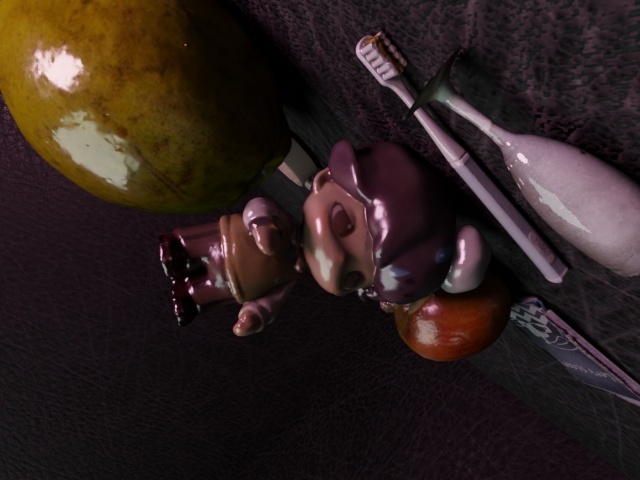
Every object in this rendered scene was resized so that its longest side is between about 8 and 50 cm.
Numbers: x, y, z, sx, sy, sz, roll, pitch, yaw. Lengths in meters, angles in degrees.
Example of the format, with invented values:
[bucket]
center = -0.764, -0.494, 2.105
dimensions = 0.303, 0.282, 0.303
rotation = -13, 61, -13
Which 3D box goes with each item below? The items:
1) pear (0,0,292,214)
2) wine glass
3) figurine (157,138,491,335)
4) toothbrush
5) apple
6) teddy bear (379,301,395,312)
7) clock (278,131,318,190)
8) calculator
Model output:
[pear]
center = -0.244, -0.204, 0.590
dimensions = 0.414, 0.351, 0.352
rotation = 32, 178, -11
[wine glass]
center = 0.155, -0.052, 0.294
dimensions = 0.198, 0.066, 0.066
rotation = 40, 176, 5
[figurine]
center = 0.001, 0.000, 0.503
dimensions = 0.206, 0.365, 0.217
rotation = -9, 96, 65
[toothbrush]
center = 0.157, -0.067, 0.410
dimensions = 0.342, 0.025, 0.030
rotation = 43, 173, -21
[apple]
center = 0.212, 0.115, 0.679
dimensions = 0.160, 0.173, 0.195
rotation = 57, 172, 6
[teddy bear]
center = 0.173, 0.053, 0.861
dimensions = 0.140, 0.177, 0.190
rotation = -9, 156, 18
[clock]
center = -0.076, -0.196, 0.923
dimensions = 0.229, 0.063, 0.155
rotation = 45, 178, -9
[calculator]
center = 0.414, 0.179, 0.683
dimensions = 0.274, 0.028, 0.166
rotation = 39, 173, -6
